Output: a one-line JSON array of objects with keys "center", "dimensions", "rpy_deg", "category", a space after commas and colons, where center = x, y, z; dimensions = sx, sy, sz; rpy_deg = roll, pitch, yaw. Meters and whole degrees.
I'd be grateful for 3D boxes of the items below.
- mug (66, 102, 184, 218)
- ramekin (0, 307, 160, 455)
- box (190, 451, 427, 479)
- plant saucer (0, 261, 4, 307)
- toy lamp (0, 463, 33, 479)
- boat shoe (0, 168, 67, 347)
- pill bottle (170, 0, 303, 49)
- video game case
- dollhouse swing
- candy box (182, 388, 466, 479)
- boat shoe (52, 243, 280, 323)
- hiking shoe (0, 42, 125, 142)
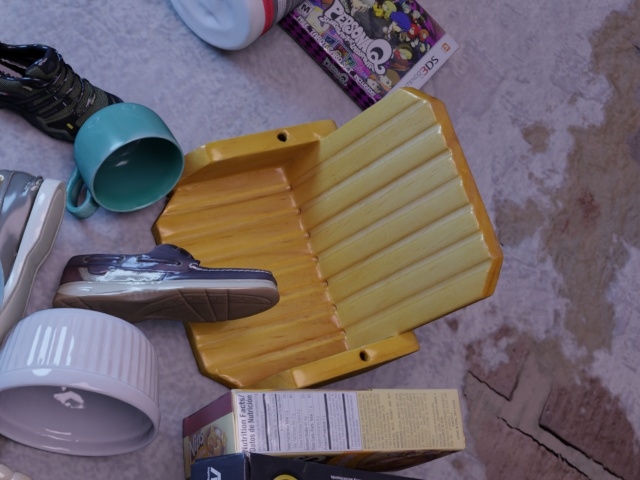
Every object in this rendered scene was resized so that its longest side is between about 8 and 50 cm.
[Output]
[{"center": [-0.268, -0.112, 1.503], "dimensions": [0.158, 0.129, 0.097], "rpy_deg": [-19, 52, -21], "category": "mug"}, {"center": [-0.287, 0.165, 1.354], "dimensions": [0.207, 0.207, 0.109], "rpy_deg": [17, 55, -20], "category": "ramekin"}, {"center": [0.008, 0.430, 1.362], "dimensions": [0.395, 0.097, 0.318], "rpy_deg": [24, 59, -50], "category": "box"}, {"center": [-0.457, 0.051, 1.303], "dimensions": [0.195, 0.037, 0.195], "rpy_deg": [0, 92, -11], "category": "plant saucer"}, {"center": [-0.367, 0.278, 1.339], "dimensions": [0.275, 0.080, 0.080], "rpy_deg": [27, 62, -14], "category": "toy lamp"}, {"center": [-0.402, 0.055, 1.393], "dimensions": [0.091, 0.109, 0.305], "rpy_deg": [17, 70, 3], "category": "boat shoe"}, {"center": [-0.067, -0.433, 1.695], "dimensions": [0.176, 0.176, 0.318], "rpy_deg": [47, 59, -4], "category": "pill bottle"}, {"center": [0.080, -0.323, 1.806], "dimensions": [0.232, 0.042, 0.210], "rpy_deg": [46, 57, -4], "category": "video game case"}, {"center": [0.000, 0.000, 1.494], "dimensions": [0.315, 0.305, 0.346], "rpy_deg": [-14, 79, -30], "category": "dollhouse swing"}, {"center": [0.002, 0.247, 1.472], "dimensions": [0.316, 0.183, 0.087], "rpy_deg": [3, 70, -26], "category": "candy box"}, {"center": [-0.194, 0.049, 1.454], "dimensions": [0.285, 0.103, 0.092], "rpy_deg": [-4, 61, 6], "category": "boat shoe"}, {"center": [-0.353, -0.199, 1.502], "dimensions": [0.227, 0.114, 0.086], "rpy_deg": [17, 65, -21], "category": "hiking shoe"}]
